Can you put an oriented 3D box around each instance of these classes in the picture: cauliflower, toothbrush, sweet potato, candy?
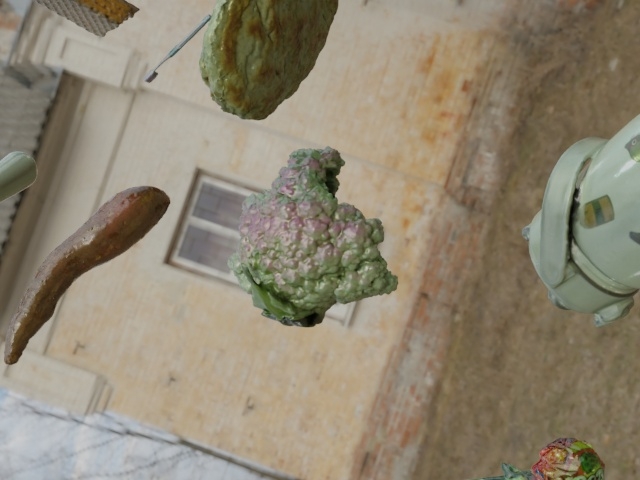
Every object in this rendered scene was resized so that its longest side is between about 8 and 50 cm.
[{"bbox_3d":[0.000,0.000,1.369,0.256,0.239,0.315,-36,-5,32],"label":"cauliflower"},{"bbox_3d":[-0.239,-0.320,1.581,0.167,0.011,0.014,-39,-36,22],"label":"toothbrush"},{"bbox_3d":[-0.218,0.021,0.855,0.214,0.050,0.050,-48,-15,-24],"label":"sweet potato"},{"bbox_3d":[0.182,0.219,0.869,0.201,0.060,0.060,-29,34,56],"label":"candy"}]

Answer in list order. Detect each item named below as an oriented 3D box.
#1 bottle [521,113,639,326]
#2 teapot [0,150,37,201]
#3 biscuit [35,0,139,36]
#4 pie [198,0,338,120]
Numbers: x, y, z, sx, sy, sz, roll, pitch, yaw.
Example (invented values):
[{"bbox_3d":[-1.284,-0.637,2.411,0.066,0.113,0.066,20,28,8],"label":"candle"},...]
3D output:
[{"bbox_3d":[0.404,-0.041,1.213,0.351,0.229,0.229,-42,18,47],"label":"bottle"},{"bbox_3d":[-0.507,-0.022,1.308,0.318,0.220,0.149,-40,-43,-23],"label":"teapot"},{"bbox_3d":[-0.493,-0.454,1.600,0.094,0.378,0.054,-3,67,50],"label":"biscuit"},{"bbox_3d":[-0.066,-0.250,1.150,0.248,0.090,0.201,-32,-38,-55],"label":"pie"}]
